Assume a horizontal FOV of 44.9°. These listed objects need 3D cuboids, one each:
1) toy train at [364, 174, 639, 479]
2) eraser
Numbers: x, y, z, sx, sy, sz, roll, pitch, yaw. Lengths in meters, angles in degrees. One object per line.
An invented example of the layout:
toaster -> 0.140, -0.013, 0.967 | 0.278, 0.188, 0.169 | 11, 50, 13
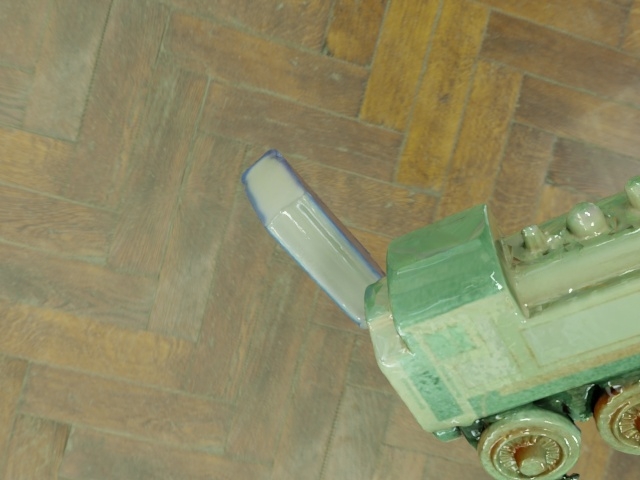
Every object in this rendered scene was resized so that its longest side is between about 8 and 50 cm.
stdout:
toy train -> 0.121, 0.030, 0.326 | 0.194, 0.080, 0.125 | -24, 121, 19
eraser -> 0.000, 0.000, 0.386 | 0.027, 0.063, 0.084 | -41, 120, 4
